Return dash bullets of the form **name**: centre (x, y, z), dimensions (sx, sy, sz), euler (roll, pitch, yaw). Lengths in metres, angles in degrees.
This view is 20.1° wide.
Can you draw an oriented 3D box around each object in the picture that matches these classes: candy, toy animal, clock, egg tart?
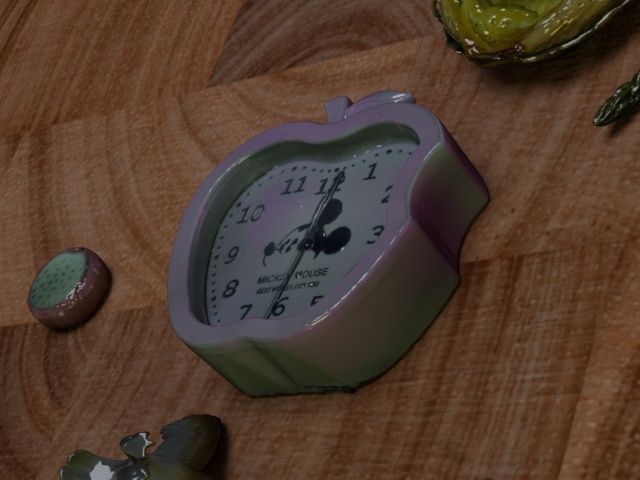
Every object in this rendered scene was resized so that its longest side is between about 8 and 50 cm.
- **candy**: centre (-0.291, 0.056, 2.084), dimensions (0.103, 0.043, 0.103), euler (-26, 37, 22)
- **toy animal**: centre (-0.133, 0.242, 1.673), dimensions (0.197, 0.160, 0.272), euler (-13, 53, 33)
- **clock**: centre (0.000, 0.000, 1.808), dimensions (0.338, 0.102, 0.338), euler (-26, 39, 23)
- **egg tart**: centre (0.244, -0.285, 1.866), dimensions (0.279, 0.095, 0.279), euler (-25, 45, 28)

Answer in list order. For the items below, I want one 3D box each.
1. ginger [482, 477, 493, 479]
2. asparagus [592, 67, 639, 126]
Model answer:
- **ginger**: centre (0.134, 0.269, 1.429), dimensions (0.137, 0.074, 0.213), euler (-34, 37, -16)
- **asparagus**: centre (0.339, -0.193, 1.725), dimensions (0.027, 0.034, 0.236), euler (36, 84, 36)
